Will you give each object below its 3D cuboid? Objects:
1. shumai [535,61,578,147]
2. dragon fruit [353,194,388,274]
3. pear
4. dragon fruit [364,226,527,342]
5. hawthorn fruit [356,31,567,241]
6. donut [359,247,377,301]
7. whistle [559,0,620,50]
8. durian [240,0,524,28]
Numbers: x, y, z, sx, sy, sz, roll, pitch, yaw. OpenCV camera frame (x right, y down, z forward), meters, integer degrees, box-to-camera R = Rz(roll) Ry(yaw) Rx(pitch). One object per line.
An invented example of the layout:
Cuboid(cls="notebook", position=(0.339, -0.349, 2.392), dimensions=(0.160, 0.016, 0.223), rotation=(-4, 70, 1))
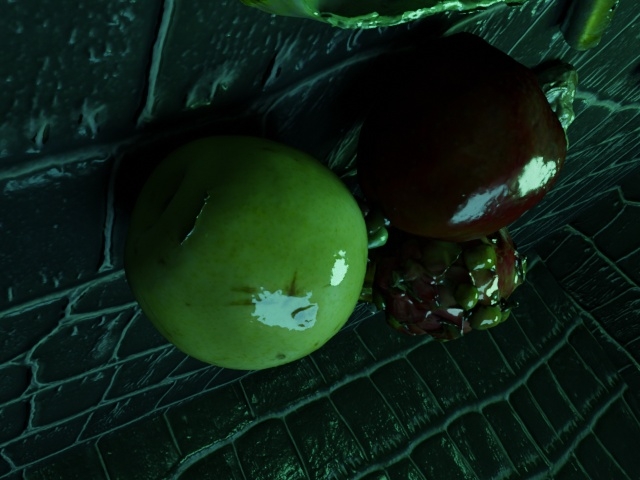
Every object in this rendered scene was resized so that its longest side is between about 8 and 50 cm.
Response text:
Cuboid(cls="shumai", position=(0.412, -0.224, 1.205), dimensions=(0.210, 0.152, 0.162), rotation=(-38, 155, 29))
Cuboid(cls="dragon fruit", position=(-0.010, 0.000, 1.039), dimensions=(0.199, 0.218, 0.272), rotation=(11, 156, -3))
Cuboid(cls="pear", position=(-0.096, 0.011, 0.803), dimensions=(0.310, 0.309, 0.309), rotation=(-27, 163, -9))
Cuboid(cls="dragon fruit", position=(0.212, 0.048, 1.064), dimensions=(0.269, 0.249, 0.291), rotation=(3, -172, 6))
Cuboid(cls="hawthorn fruit", position=(0.174, -0.111, 0.873), dimensions=(0.307, 0.265, 0.265), rotation=(-46, 166, -11))
Cuboid(cls="donut", position=(0.141, 0.063, 1.378), dimensions=(0.331, 0.159, 0.330), rotation=(3, 158, 1))
Cuboid(cls="whistle", position=(0.404, -0.379, 0.877), dimensions=(0.068, 0.057, 0.326), rotation=(-8, 162, 3))
Cuboid(cls="durian", position=(0.075, -0.237, 0.553), dimensions=(0.356, 0.169, 0.157), rotation=(-18, 158, -31))
